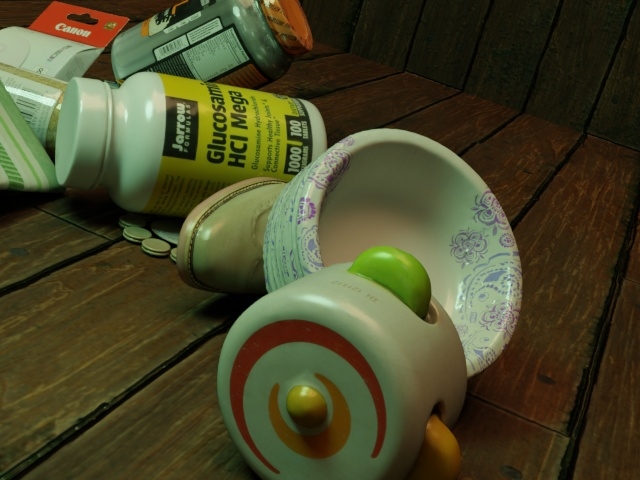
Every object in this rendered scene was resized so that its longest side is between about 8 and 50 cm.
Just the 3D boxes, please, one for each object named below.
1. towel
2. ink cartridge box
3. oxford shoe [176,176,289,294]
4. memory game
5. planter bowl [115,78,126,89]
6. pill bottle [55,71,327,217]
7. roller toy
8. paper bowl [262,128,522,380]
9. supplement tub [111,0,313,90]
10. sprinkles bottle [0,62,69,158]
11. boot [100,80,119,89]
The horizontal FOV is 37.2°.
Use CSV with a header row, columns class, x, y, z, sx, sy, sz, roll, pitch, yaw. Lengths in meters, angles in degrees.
class,x,y,z,sx,sy,sz,roll,pitch,yaw
towel,-0.453,-0.159,1.149,0.248,0.038,0.325,56,10,5
ink cartridge box,-0.473,-0.341,1.641,0.189,0.232,0.066,18,-26,24
oxford shoe,0.000,0.000,1.162,0.146,0.140,0.397,15,15,38
memory game,-0.177,-0.006,1.264,0.186,0.012,0.186,15,20,-5
planter bowl,-0.239,-0.170,1.506,0.217,0.090,0.217,25,8,-4
pill bottle,-0.175,-0.122,1.279,0.334,0.188,0.188,6,22,-26
roller toy,0.017,0.125,0.813,0.191,0.209,0.146,-17,3,30
paper bowl,0.068,0.033,1.037,0.284,0.284,0.148,3,-20,-32
supplement tub,-0.185,-0.333,1.651,0.316,0.193,0.193,-22,12,16
sprinkles bottle,-0.464,-0.200,1.397,0.355,0.121,0.121,18,20,2
boot,-0.393,-0.250,1.682,0.086,0.069,0.190,16,11,20
